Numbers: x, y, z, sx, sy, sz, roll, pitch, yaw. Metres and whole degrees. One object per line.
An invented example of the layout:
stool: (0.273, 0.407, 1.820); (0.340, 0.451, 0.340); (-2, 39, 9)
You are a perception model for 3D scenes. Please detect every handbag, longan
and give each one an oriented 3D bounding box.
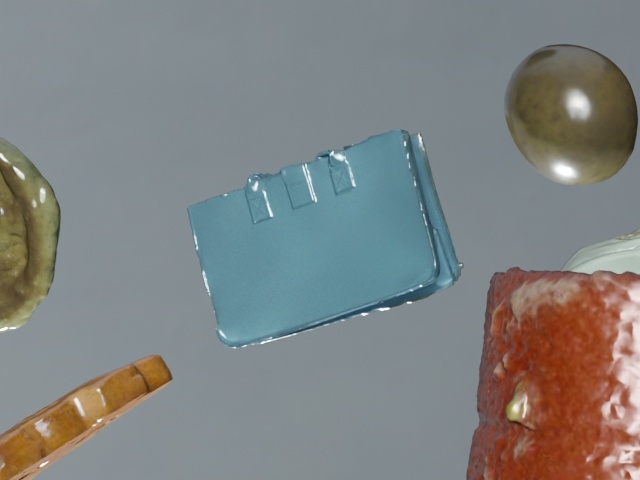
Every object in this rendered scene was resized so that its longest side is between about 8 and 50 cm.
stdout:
handbag: (0.000, 0.000, 1.706); (0.221, 0.144, 0.057); (-18, 173, 26)
longan: (0.180, -0.090, 1.436); (0.092, 0.113, 0.113); (-41, 166, -6)

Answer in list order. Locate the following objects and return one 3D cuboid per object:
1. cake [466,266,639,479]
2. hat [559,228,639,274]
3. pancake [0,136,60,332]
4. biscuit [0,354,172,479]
cake: (0.197, 0.096, 1.001); (0.283, 0.150, 0.177); (7, 170, -29)
hat: (0.315, 0.114, 1.835); (0.168, 0.257, 0.301); (-11, 177, -16)
pancake: (-0.367, -0.009, 2.075); (0.236, 0.222, 0.042); (-37, 179, 33)
biscuit: (-0.277, 0.198, 1.817); (0.306, 0.043, 0.284); (-37, 176, 32)
